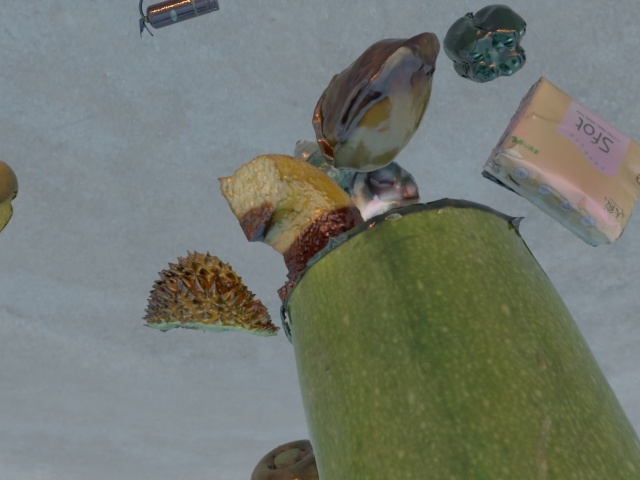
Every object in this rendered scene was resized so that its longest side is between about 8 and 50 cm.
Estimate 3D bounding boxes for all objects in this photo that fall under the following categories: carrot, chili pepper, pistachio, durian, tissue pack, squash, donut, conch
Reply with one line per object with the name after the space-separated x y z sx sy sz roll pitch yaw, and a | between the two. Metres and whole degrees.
-0.010 0.596 1.475 0.224 0.224 0.341 -17 101 17 | carrot
0.378 -0.455 1.639 0.174 0.261 0.165 -33 111 9 | chili pepper
0.072 -0.176 0.890 0.130 0.165 0.210 44 124 5 | pistachio
-0.185 0.105 1.082 0.252 0.144 0.139 -11 123 31 | durian
0.436 -0.133 1.251 0.256 0.215 0.123 35 158 -2 | tissue pack
0.127 0.187 0.595 0.263 0.384 0.263 -10 142 -8 | squash
0.000 0.000 0.935 0.151 0.295 0.112 -8 151 -39 | donut
0.043 -0.098 1.395 0.220 0.277 0.195 -50 163 11 | conch

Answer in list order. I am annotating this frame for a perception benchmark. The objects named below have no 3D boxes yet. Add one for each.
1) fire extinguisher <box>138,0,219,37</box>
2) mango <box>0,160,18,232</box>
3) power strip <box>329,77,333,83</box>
-0.268 -0.427 1.297 0.157 0.045 0.078 -15 124 5 | fire extinguisher
-0.715 -0.067 1.427 0.167 0.262 0.130 37 140 6 | mango
0.032 -0.214 1.218 0.028 0.076 0.169 -21 164 -14 | power strip
